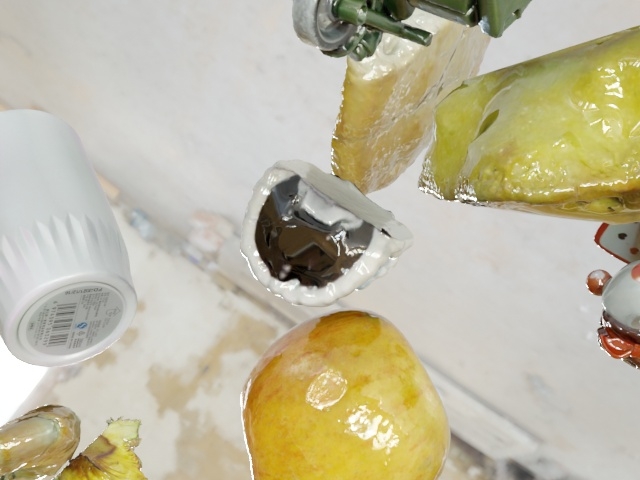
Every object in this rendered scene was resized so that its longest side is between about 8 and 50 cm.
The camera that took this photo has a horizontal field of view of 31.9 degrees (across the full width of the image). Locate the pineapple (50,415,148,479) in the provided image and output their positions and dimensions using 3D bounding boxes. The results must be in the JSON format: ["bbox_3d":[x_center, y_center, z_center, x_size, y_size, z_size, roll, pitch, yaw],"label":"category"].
[{"bbox_3d":[-0.219,0.217,1.133,0.114,0.114,0.077,-6,126,28],"label":"pineapple"}]

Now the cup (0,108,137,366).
[{"bbox_3d":[-0.437,-0.004,1.726,0.371,0.253,0.253,57,177,35],"label":"cup"}]

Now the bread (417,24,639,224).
[{"bbox_3d":[0.162,-0.062,0.511,0.161,0.233,0.088,166,88,-81],"label":"bread"}]

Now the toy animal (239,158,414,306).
[{"bbox_3d":[0.000,0.000,1.502,0.208,0.156,0.204,35,-166,12],"label":"toy animal"}]

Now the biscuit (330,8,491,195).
[{"bbox_3d":[0.158,-0.254,1.754,0.104,0.429,0.446,32,143,16],"label":"biscuit"}]

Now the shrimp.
[{"bbox_3d":[-0.294,0.206,1.019,0.061,0.145,0.267,62,156,3],"label":"shrimp"}]

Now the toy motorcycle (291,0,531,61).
[{"bbox_3d":[0.113,-0.236,0.887,0.205,0.275,0.127,27,167,28],"label":"toy motorcycle"}]

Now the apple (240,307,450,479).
[{"bbox_3d":[0.022,0.253,1.511,0.299,0.275,0.299,157,90,-85],"label":"apple"}]

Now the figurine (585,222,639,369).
[{"bbox_3d":[0.403,0.070,1.312,0.183,0.226,0.160,29,139,4],"label":"figurine"}]
